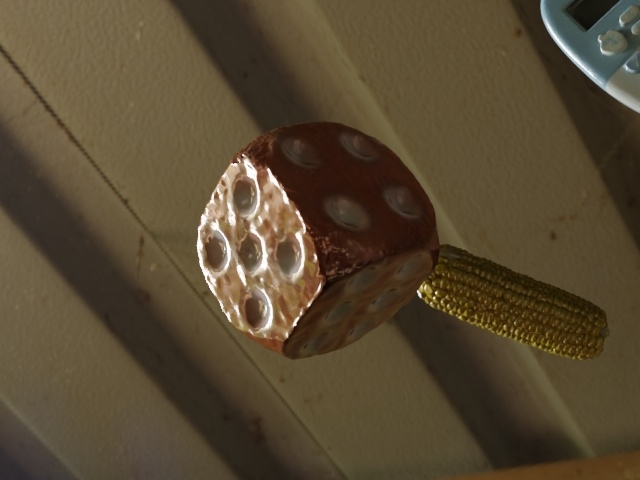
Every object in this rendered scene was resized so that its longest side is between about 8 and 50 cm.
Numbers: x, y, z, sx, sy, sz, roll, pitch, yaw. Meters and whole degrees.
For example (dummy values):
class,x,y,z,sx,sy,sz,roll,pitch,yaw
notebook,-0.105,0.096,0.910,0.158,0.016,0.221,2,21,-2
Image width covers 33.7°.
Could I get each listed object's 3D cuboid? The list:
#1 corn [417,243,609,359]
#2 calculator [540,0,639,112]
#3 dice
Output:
class,x,y,z,sx,sy,sz,roll,pitch,yaw
corn,0.214,0.071,1.198,0.238,0.080,0.080,24,-60,4
calculator,0.316,-0.228,0.996,0.188,0.302,0.042,-44,-36,15
dice,0.000,0.000,1.037,0.174,0.179,0.175,-12,-37,-43
